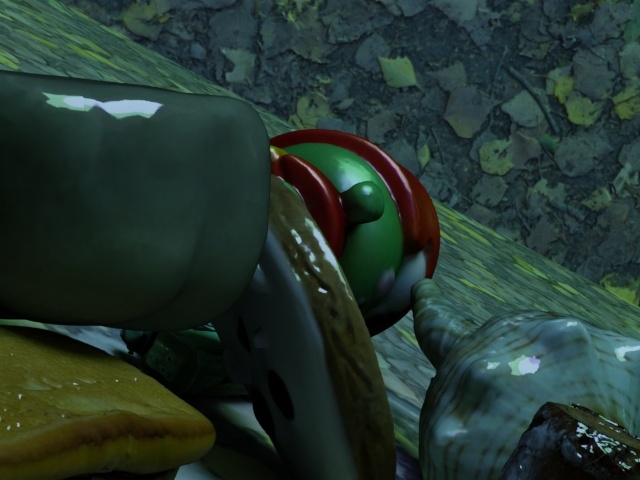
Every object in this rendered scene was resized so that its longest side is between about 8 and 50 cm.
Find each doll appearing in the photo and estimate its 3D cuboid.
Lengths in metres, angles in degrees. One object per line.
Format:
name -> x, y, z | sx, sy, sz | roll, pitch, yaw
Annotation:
doll -> 0.000, 0.001, 1.231 | 0.363, 0.183, 0.160 | 22, 43, -66

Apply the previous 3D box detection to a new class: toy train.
toy train -> -0.076, 0.074, 1.023 | 0.071, 0.038, 0.148 | 36, 10, 22

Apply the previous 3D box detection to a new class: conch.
conch -> 0.150, 0.123, 1.026 | 0.170, 0.203, 0.386 | -9, 22, 6

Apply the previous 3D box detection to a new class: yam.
yam -> 0.118, 0.156, 0.834 | 0.079, 0.141, 0.079 | 30, 6, -4

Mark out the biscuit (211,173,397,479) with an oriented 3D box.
biscuit -> -0.022, 0.060, 0.902 | 0.181, 0.049, 0.208 | 104, -35, -60

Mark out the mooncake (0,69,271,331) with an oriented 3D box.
mooncake -> -0.156, -0.023, 0.798 | 0.275, 0.135, 0.275 | 5, 0, 0

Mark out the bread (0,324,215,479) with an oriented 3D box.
bread -> -0.135, 0.082, 0.646 | 0.116, 0.077, 0.200 | 33, 10, 22
